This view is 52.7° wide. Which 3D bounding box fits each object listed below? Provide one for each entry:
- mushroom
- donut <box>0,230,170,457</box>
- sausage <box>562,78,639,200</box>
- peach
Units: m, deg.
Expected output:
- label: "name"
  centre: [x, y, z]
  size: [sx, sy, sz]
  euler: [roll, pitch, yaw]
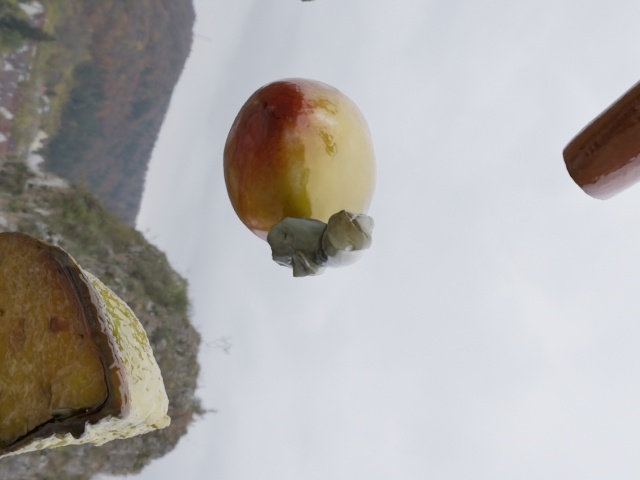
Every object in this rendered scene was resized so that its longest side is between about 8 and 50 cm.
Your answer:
- label: "mushroom"
  centre: [0.001, 0.002, 0.949]
  size: [0.099, 0.096, 0.278]
  euler: [-36, -166, -21]
- label: "donut"
  centre: [-0.217, 0.077, 0.433]
  size: [0.259, 0.101, 0.152]
  euler: [-18, -115, 21]
- label: "sausage"
  centre: [0.429, -0.159, 0.797]
  size: [0.259, 0.113, 0.114]
  euler: [-44, -143, 34]
- label: "peach"
  centre: [-0.043, -0.146, 1.160]
  size: [0.289, 0.308, 0.289]
  euler: [-23, -146, 17]
